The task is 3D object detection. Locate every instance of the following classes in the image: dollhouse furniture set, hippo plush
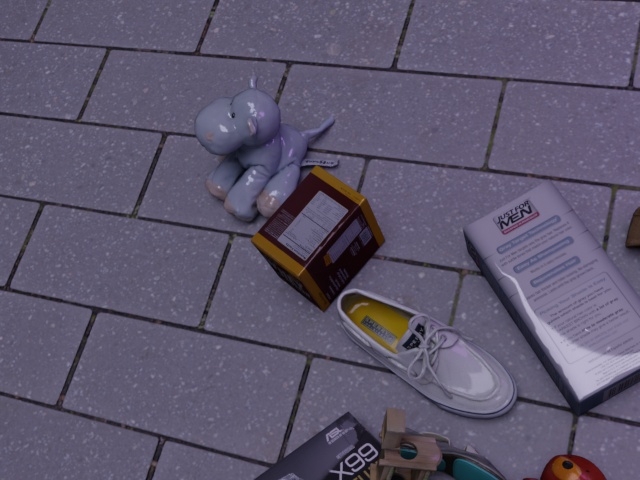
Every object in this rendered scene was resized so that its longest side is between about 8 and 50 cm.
[{"bbox_3d":[0.138,0.381,1.254,0.101,0.182,0.161,7,46,-2],"label":"dollhouse furniture set"},{"bbox_3d":[-0.130,-0.185,1.664,0.294,0.236,0.234,-11,63,11],"label":"hippo plush"}]

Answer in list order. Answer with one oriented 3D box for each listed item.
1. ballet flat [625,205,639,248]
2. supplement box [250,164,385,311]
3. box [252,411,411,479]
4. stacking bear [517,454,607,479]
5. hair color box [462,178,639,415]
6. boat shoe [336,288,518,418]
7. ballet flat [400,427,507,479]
[{"bbox_3d":[0.675,0.060,1.393,0.342,0.116,0.124,38,101,28],"label":"ballet flat"},{"bbox_3d":[0.000,0.000,1.565,0.129,0.191,0.194,36,79,27],"label":"supplement box"},{"bbox_3d":[0.012,0.462,1.341,0.307,0.076,0.242,-29,57,-30],"label":"box"},{"bbox_3d":[0.330,0.444,1.277,0.289,0.164,0.175,-31,29,-14],"label":"stacking bear"},{"bbox_3d":[0.429,0.095,1.438,0.185,0.113,0.374,-30,62,1],"label":"hair color box"},{"bbox_3d":[0.179,0.185,1.445,0.367,0.156,0.136,32,78,27],"label":"boat shoe"},{"bbox_3d":[0.229,0.373,1.397,0.213,0.072,0.068,15,41,19],"label":"ballet flat"}]
